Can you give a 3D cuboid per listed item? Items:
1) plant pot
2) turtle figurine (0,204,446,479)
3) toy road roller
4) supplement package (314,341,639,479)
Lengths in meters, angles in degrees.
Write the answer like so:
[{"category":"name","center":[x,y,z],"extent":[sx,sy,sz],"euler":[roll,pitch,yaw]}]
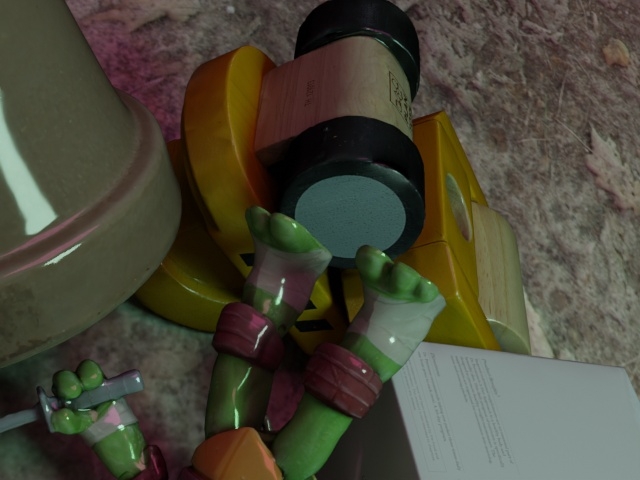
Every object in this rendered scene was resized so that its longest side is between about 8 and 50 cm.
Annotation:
[{"category":"plant pot","center":[-0.229,-0.084,0.623],"extent":[0.263,0.229,0.263],"euler":[-7,36,5]},{"category":"turtle figurine","center":[-0.066,0.105,0.595],"extent":[0.274,0.198,0.266],"euler":[32,79,-19]},{"category":"toy road roller","center":[0.000,0.000,0.839],"extent":[0.329,0.240,0.202],"euler":[55,26,-37]},{"category":"supplement package","center":[0.112,0.190,0.719],"extent":[0.203,0.149,0.194],"euler":[10,47,-27]}]
